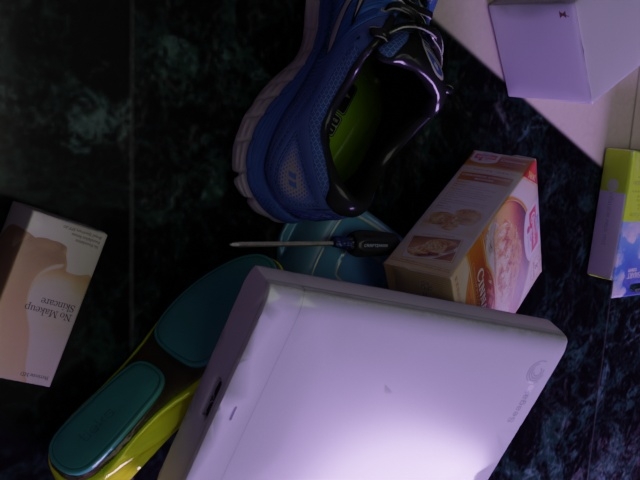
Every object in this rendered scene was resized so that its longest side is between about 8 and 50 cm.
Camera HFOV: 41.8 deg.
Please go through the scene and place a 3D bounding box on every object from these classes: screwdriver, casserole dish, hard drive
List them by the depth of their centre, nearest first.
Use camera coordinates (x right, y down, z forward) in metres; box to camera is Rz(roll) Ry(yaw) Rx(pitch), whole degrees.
[{"bbox_3d":[0.044,0.136,0.681,0.307,0.040,0.203,12,112,-34],"label":"hard drive"},{"bbox_3d":[0.000,0.000,0.693,0.170,0.024,0.025,4,127,-39],"label":"screwdriver"},{"bbox_3d":[0.037,0.032,0.770,0.188,0.037,0.114,35,79,-40],"label":"casserole dish"}]

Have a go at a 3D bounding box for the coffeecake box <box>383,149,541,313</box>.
[{"bbox_3d":[0.142,0.025,0.791,0.185,0.068,0.142,-48,138,-37],"label":"coffeecake box"}]

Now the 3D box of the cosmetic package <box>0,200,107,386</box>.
[{"bbox_3d":[-0.199,0.037,0.576,0.060,0.041,0.115,20,88,-41],"label":"cosmetic package"}]

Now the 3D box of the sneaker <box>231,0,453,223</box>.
[{"bbox_3d":[0.057,-0.158,0.665,0.130,0.147,0.330,25,85,-40],"label":"sneaker"}]

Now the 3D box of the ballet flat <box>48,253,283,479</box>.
[{"bbox_3d":[-0.111,0.106,0.655,0.231,0.077,0.077,-45,146,-18],"label":"ballet flat"}]

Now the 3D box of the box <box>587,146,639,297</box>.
[{"bbox_3d":[0.386,-0.023,1.033,0.109,0.042,0.178,-2,103,-38],"label":"box"}]

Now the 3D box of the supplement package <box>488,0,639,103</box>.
[{"bbox_3d":[0.275,-0.227,0.850,0.179,0.105,0.105,-36,122,-27],"label":"supplement package"}]
